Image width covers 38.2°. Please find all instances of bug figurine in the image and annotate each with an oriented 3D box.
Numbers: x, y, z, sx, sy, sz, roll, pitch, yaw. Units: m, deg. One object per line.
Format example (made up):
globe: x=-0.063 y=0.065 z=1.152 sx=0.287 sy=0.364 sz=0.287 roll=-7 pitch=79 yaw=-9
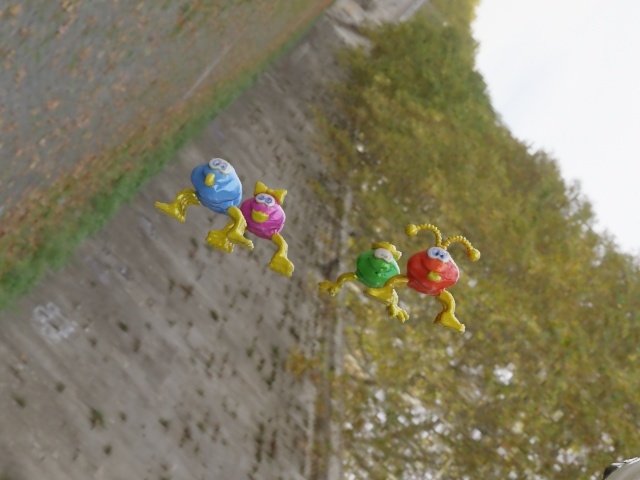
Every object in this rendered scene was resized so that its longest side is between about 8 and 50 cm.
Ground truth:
bug figurine: x=0.000 y=0.000 z=0.823 sx=0.216 sy=0.279 sz=0.072 roll=118 pitch=-6 yaw=-82

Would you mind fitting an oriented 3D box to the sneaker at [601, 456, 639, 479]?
sneaker: x=0.175 y=0.114 z=0.337 sx=0.272 sy=0.100 sz=0.108 roll=-29 pitch=-165 yaw=-38
